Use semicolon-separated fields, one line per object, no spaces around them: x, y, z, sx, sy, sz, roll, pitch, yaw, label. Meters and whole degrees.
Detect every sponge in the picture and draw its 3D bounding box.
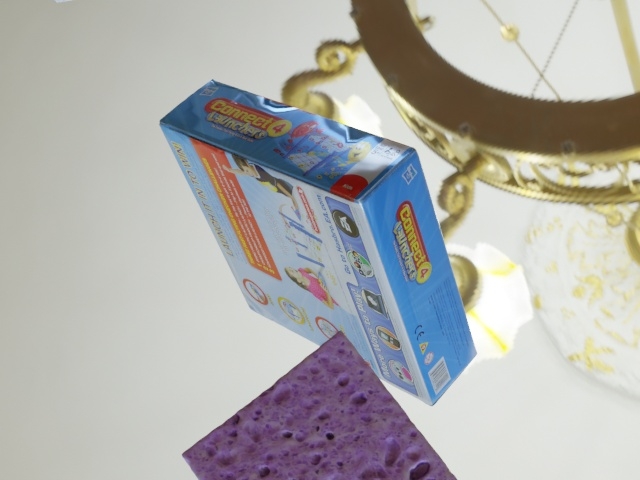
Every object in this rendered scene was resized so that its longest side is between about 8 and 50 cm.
0.028;0.165;0.589;0.117;0.031;0.210;-36;-109;-9;sponge

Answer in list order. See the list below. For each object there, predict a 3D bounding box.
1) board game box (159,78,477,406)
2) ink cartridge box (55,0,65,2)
0.000;0.000;1.167;0.302;0.308;0.086;25;-121;40;board game box
-0.271;-0.417;1.467;0.212;0.093;0.154;-11;-129;-3;ink cartridge box
